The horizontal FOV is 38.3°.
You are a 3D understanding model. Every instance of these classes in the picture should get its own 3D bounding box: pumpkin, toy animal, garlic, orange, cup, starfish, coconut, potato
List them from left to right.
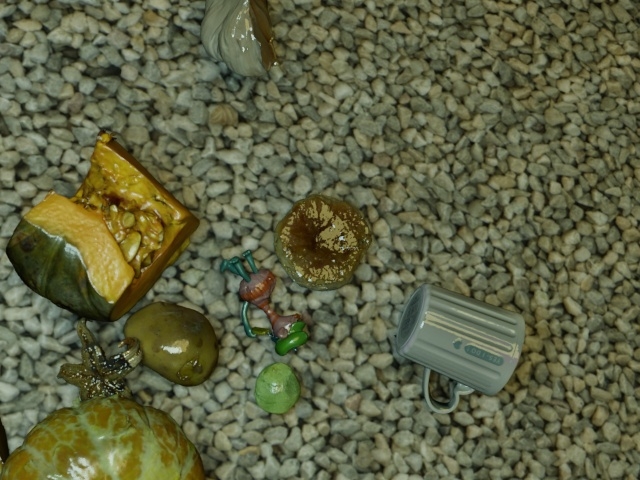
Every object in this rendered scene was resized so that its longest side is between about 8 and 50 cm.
[{"bbox_3d":[-0.377,0.229,1.544,0.146,0.074,0.189,16,107,7],"label":"starfish"},{"bbox_3d":[-0.340,0.405,1.435,0.329,0.249,0.329,-4,99,-25],"label":"orange"},{"bbox_3d":[-0.363,-0.013,1.544,0.225,0.256,0.303,40,62,0],"label":"pumpkin"},{"bbox_3d":[-0.256,0.176,1.600,0.176,0.137,0.137,30,69,-10],"label":"potato"},{"bbox_3d":[-0.164,-0.422,1.776,0.143,0.178,0.229,-5,53,13],"label":"garlic"},{"bbox_3d":[-0.111,0.117,1.684,0.103,0.100,0.208,-33,96,0],"label":"toy animal"},{"bbox_3d":[-0.077,0.268,1.653,0.088,0.096,0.087,-1,42,1],"label":"coconut"},{"bbox_3d":[0.252,0.204,1.729,0.202,0.167,0.221,22,68,-8],"label":"cup"}]

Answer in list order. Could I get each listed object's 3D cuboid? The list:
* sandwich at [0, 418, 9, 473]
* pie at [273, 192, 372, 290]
[{"bbox_3d":[-0.568,0.299,1.493,0.090,0.088,0.244,-17,85,-12],"label":"sandwich"},{"bbox_3d":[0.000,0.000,1.768,0.195,0.046,0.195,4,74,-15],"label":"pie"}]
